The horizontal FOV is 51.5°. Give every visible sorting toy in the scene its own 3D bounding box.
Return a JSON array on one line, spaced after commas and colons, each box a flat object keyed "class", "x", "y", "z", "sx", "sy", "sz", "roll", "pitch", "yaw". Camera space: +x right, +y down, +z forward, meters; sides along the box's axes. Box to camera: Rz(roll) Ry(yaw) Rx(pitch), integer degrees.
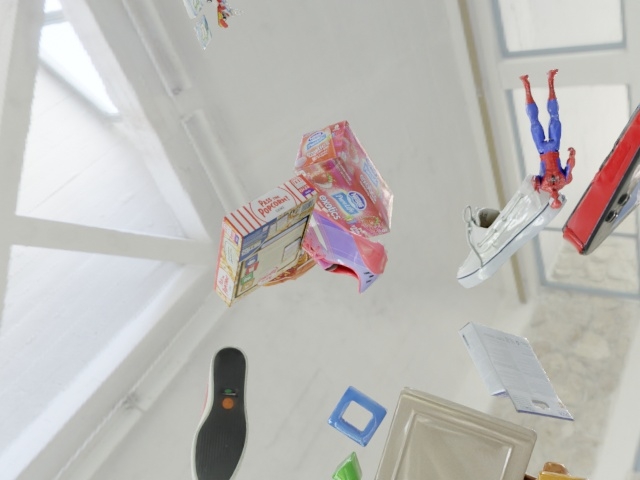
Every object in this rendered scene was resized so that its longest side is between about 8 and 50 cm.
[{"class": "sorting toy", "x": 0.174, "y": 0.304, "z": 0.884, "sx": 0.047, "sy": 0.347, "sz": 0.196, "roll": -28, "pitch": -46, "yaw": -72}]

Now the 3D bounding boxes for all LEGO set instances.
[{"class": "LEGO set", "x": -0.228, "y": -0.523, "z": 1.365, "sx": 0.244, "sy": 0.060, "sz": 0.183, "roll": -81, "pitch": -23, "yaw": -54}]

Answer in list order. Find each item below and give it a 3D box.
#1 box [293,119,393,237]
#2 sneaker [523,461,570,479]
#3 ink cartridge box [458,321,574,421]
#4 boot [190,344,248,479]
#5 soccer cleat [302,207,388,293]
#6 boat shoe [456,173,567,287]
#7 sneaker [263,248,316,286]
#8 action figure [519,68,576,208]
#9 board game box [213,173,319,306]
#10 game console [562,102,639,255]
[{"class": "box", "x": 0.059, "y": -0.129, "z": 1.514, "sx": 0.257, "sy": 0.122, "sz": 0.128, "roll": 52, "pitch": -146, "yaw": -37}, {"class": "sneaker", "x": 0.303, "y": 0.435, "z": 1.031, "sx": 0.105, "sy": 0.290, "sz": 0.123, "roll": 12, "pitch": -135, "yaw": -25}, {"class": "ink cartridge box", "x": 0.420, "y": 0.292, "z": 1.429, "sx": 0.223, "sy": 0.045, "sz": 0.224, "roll": 19, "pitch": -144, "yaw": -38}, {"class": "boot", "x": -0.174, "y": 0.325, "z": 1.160, "sx": 0.176, "sy": 0.088, "sz": 0.244, "roll": 114, "pitch": 163, "yaw": -60}, {"class": "soccer cleat", "x": 0.000, "y": 0.000, "z": 1.136, "sx": 0.095, "sy": 0.248, "sz": 0.083, "roll": -56, "pitch": -23, "yaw": -13}, {"class": "boat shoe", "x": 0.403, "y": -0.030, "z": 1.575, "sx": 0.156, "sy": 0.367, "sz": 0.136, "roll": 40, "pitch": -130, "yaw": 4}, {"class": "sneaker", "x": -0.063, "y": 0.061, "z": 1.330, "sx": 0.175, "sy": 0.064, "sz": 0.067, "roll": -23, "pitch": -38, "yaw": -42}, {"class": "action figure", "x": 0.456, "y": -0.197, "z": 1.326, "sx": 0.139, "sy": 0.091, "sz": 0.281, "roll": -33, "pitch": -66, "yaw": -74}, {"class": "board game box", "x": -0.085, "y": 0.004, "z": 1.005, "sx": 0.146, "sy": 0.045, "sz": 0.193, "roll": -32, "pitch": -22, "yaw": -31}, {"class": "game console", "x": 0.519, "y": -0.169, "z": 0.969, "sx": 0.386, "sy": 0.060, "sz": 0.342, "roll": -39, "pitch": -23, "yaw": -24}]
